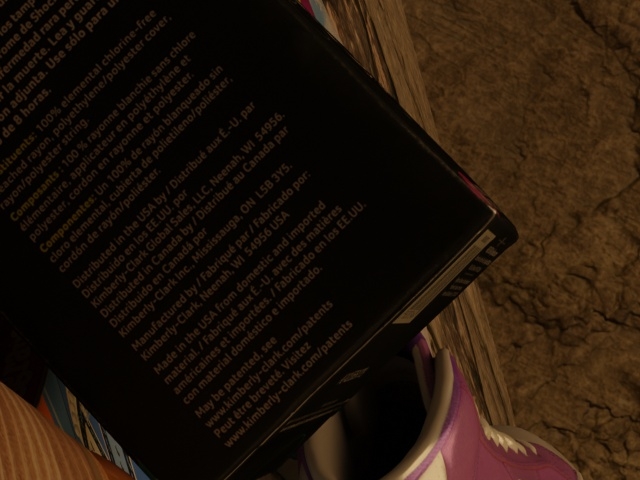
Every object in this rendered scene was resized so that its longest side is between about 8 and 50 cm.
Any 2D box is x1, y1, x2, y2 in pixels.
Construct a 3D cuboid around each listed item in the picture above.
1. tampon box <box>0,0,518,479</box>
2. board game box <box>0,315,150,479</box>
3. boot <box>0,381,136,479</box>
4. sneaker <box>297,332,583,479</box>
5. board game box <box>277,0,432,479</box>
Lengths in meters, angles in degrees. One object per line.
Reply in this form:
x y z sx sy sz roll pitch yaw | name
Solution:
-0.041 -0.026 0.437 0.161 0.101 0.120 47 5 7 | tampon box
-0.044 0.137 0.568 0.145 0.027 0.281 -92 164 -63 | board game box
-0.037 0.165 0.315 0.220 0.109 0.283 57 5 -45 | boot
0.061 0.099 0.748 0.282 0.102 0.161 -45 125 -72 | sneaker
0.000 0.000 0.954 0.318 0.065 0.319 57 20 -62 | board game box
